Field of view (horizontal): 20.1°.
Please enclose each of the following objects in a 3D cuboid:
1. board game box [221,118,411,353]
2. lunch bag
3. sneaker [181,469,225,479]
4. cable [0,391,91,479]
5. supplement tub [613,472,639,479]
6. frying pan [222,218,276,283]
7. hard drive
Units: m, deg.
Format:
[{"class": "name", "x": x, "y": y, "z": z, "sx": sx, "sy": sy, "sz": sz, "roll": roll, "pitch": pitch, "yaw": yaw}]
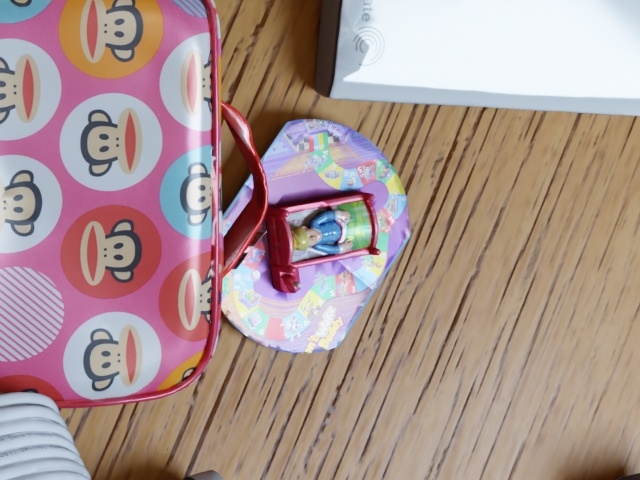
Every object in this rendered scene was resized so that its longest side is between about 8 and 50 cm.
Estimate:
[{"class": "board game box", "x": 0.000, "y": 0.000, "z": 1.277, "sx": 0.133, "sy": 0.033, "sz": 0.168, "roll": 39, "pitch": 77, "yaw": -24}, {"class": "lunch bag", "x": -0.159, "y": -0.039, "z": 1.146, "sx": 0.258, "sy": 0.120, "sz": 0.293, "roll": -2, "pitch": 106, "yaw": -21}, {"class": "sneaker", "x": -0.076, "y": 0.326, "z": 1.213, "sx": 0.127, "sy": 0.126, "sz": 0.321, "roll": -19, "pitch": 84, "yaw": -22}, {"class": "cable", "x": -0.253, "y": 0.195, "z": 1.089, "sx": 0.257, "sy": 0.257, "sz": 0.089, "roll": -17, "pitch": 65, "yaw": -45}, {"class": "supplement tub", "x": 0.259, "y": 0.273, "z": 1.331, "sx": 0.106, "sy": 0.106, "sz": 0.197, "roll": -12, "pitch": 94, "yaw": -18}, {"class": "frying pan", "x": -0.191, "y": -0.054, "z": 1.224, "sx": 0.197, "sy": 0.053, "sz": 0.326, "roll": -36, "pitch": 97, "yaw": -14}, {"class": "hard drive", "x": 0.179, "y": -0.211, "z": 1.319, "sx": 0.353, "sy": 0.047, "sz": 0.233, "roll": 2, "pitch": 103, "yaw": -18}]
